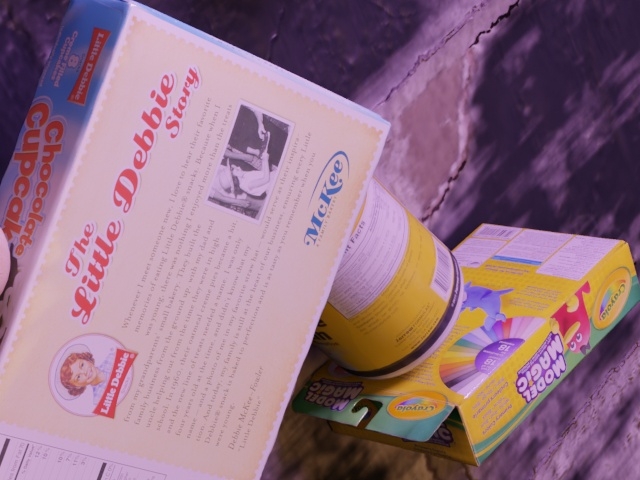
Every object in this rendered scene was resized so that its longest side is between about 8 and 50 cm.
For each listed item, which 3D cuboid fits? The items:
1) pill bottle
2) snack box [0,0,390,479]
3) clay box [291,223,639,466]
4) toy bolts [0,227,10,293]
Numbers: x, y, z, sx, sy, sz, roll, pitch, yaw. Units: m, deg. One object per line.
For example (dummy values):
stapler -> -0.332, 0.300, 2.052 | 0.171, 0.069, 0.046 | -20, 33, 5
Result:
pill bottle -> 0.000, 0.000, 1.087 | 0.184, 0.103, 0.103 | 42, 66, -39
snack box -> -0.097, 0.054, 0.929 | 0.187, 0.060, 0.322 | 22, 88, -41
clay box -> 0.096, 0.071, 1.174 | 0.222, 0.127, 0.053 | -40, 122, -34
toy bolts -> -0.217, 0.093, 0.803 | 0.158, 0.228, 0.218 | 7, 48, -60
